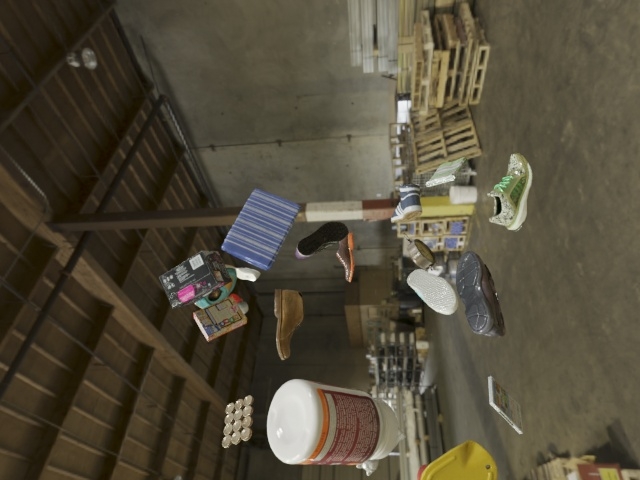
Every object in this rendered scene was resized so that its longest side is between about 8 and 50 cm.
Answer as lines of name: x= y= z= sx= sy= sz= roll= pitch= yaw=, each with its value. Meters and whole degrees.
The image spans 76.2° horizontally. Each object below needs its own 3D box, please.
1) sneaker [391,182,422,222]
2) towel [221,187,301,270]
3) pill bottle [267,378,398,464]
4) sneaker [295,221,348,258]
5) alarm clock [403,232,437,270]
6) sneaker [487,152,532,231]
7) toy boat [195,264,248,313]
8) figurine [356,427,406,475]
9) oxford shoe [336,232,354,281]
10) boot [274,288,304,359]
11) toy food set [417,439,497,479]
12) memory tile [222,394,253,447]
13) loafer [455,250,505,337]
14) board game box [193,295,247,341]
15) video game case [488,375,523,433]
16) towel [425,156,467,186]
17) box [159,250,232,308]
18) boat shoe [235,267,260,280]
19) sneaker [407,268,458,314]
sneaker: x=0.394 y=-0.173 z=1.888 sx=0.282 sy=0.099 sz=0.153 roll=132 pitch=134 yaw=-79
towel: x=-0.257 y=-0.054 z=1.796 sx=0.040 sy=0.243 sz=0.336 roll=92 pitch=-159 yaw=-66
pill bottle: x=0.050 y=0.571 z=1.267 sx=0.392 sy=0.224 sz=0.224 roll=26 pitch=-126 yaw=-37
sneaker: x=0.000 y=0.000 z=1.969 sx=0.107 sy=0.283 sz=0.124 roll=61 pitch=159 yaw=11
alarm clock: x=0.405 y=0.045 z=1.699 sx=0.192 sy=0.064 sz=0.129 roll=53 pitch=-152 yaw=8
sneaker: x=0.961 y=-0.258 z=2.100 sx=0.158 sy=0.181 sz=0.411 roll=142 pitch=135 yaw=-82
toy boat: x=-0.496 y=0.274 z=2.121 sx=0.267 sy=0.148 sz=0.318 roll=-49 pitch=-43 yaw=-8
figurine: x=0.182 y=0.736 z=1.507 sx=0.215 sy=0.209 sz=0.092 roll=49 pitch=167 yaw=-13
oxford shoe: x=0.137 y=0.095 z=2.258 sx=0.097 sy=0.098 sz=0.272 roll=-29 pitch=-63 yaw=-84
boot: x=-0.120 y=0.338 z=1.612 sx=0.112 sy=0.115 sz=0.306 roll=-105 pitch=15 yaw=-70
toy food set: x=0.293 y=0.541 z=0.939 sx=0.128 sy=0.217 sz=0.071 roll=55 pitch=-176 yaw=-1
memory tile: x=-0.261 y=0.576 z=1.302 sx=0.012 sy=0.113 sz=0.148 roll=50 pitch=-161 yaw=-33
loafer: x=0.500 y=0.169 z=1.276 sx=0.109 sy=0.095 sz=0.303 roll=-50 pitch=24 yaw=41
board game box: x=-0.453 y=0.351 z=1.849 sx=0.147 sy=0.193 sz=0.045 roll=48 pitch=142 yaw=30
video game case: x=0.472 y=0.418 z=1.041 sx=0.122 sy=0.011 sz=0.087 roll=46 pitch=-146 yaw=-10
towel: x=0.446 y=-0.246 z=1.448 sx=0.152 sy=0.113 sz=0.023 roll=-49 pitch=-64 yaw=-40
box: x=-0.548 y=0.168 z=1.799 sx=0.164 sy=0.247 sz=0.142 roll=62 pitch=-168 yaw=10
boat shoe: x=-0.440 y=0.192 z=2.446 sx=0.063 sy=0.184 sz=0.066 roll=-37 pitch=-57 yaw=-48
sneaker: x=0.530 y=0.244 z=1.829 sx=0.150 sy=0.135 sz=0.366 roll=41 pitch=-173 yaw=-20
